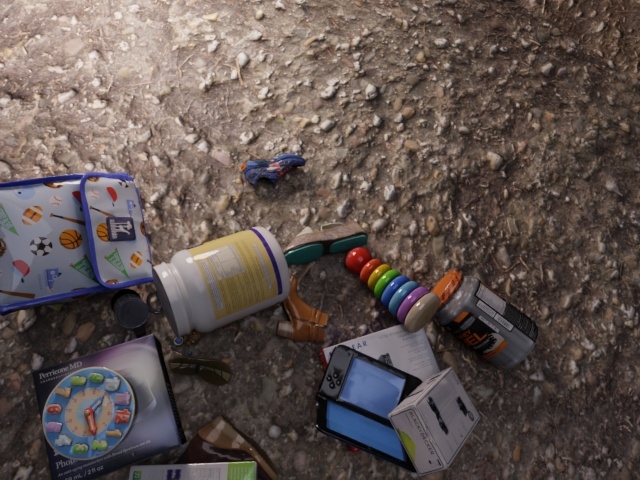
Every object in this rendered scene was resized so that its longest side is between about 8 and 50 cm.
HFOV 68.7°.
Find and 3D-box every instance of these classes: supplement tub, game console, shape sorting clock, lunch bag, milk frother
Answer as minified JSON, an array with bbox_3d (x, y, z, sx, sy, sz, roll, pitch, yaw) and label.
[{"bbox_3d":[0.507,0.245,1.495,0.316,0.193,0.193,37,68,3],"label":"supplement tub"},{"bbox_3d":[0.146,0.441,1.269,0.293,0.173,0.250,25,68,-3],"label":"game console"},{"bbox_3d":[-0.543,0.403,1.100,0.206,0.040,0.206,3,70,-10],"label":"shape sorting clock"},{"bbox_3d":[-0.663,-0.003,1.247,0.385,0.239,0.327,-10,88,-32],"label":"lunch bag"},{"bbox_3d":[-0.503,0.186,1.329,0.143,0.135,0.129,-42,114,-19],"label":"milk frother"},{"bbox_3d":[-0.278,0.116,1.327,0.331,0.241,0.241,-20,76,-26],"label":"supplement tub"}]

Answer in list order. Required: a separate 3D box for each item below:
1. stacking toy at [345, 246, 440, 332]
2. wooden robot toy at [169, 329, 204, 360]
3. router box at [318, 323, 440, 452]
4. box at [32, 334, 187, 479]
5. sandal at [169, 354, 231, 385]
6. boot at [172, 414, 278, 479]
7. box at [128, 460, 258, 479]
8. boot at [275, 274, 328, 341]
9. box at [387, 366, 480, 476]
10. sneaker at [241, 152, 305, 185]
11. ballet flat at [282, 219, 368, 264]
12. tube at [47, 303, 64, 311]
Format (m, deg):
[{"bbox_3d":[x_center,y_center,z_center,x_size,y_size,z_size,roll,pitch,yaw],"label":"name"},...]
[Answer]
[{"bbox_3d":[0.207,0.136,1.475,0.141,0.141,0.330,-37,56,-21],"label":"stacking toy"},{"bbox_3d":[-0.376,0.274,1.356,0.076,0.079,0.173,42,67,4],"label":"wooden robot toy"},{"bbox_3d":[0.196,0.431,1.421,0.335,0.082,0.301,-14,75,-16],"label":"router box"},{"bbox_3d":[-0.536,0.435,1.211,0.296,0.183,0.294,-16,74,-17],"label":"box"},{"bbox_3d":[-0.341,0.363,1.345,0.180,0.049,0.072,19,92,-17],"label":"sandal"},{"bbox_3d":[-0.263,0.625,1.269,0.248,0.090,0.207,42,80,3],"label":"boot"},{"bbox_3d":[-0.318,0.674,1.144,0.322,0.058,0.232,-2,58,0],"label":"box"},{"bbox_3d":[-0.049,0.215,1.454,0.152,0.073,0.197,11,80,-8],"label":"boot"},{"bbox_3d":[0.311,0.472,1.254,0.290,0.087,0.169,-12,70,-56],"label":"box"},{"bbox_3d":[-0.155,-0.239,1.596,0.221,0.083,0.087,-15,88,-11],"label":"sneaker"},{"bbox_3d":[0.000,0.000,1.536,0.316,0.107,0.106,-11,53,-21],"label":"ballet flat"},{"bbox_3d":[-0.724,0.086,1.361,0.070,0.062,0.240,47,54,-41],"label":"tube"}]
